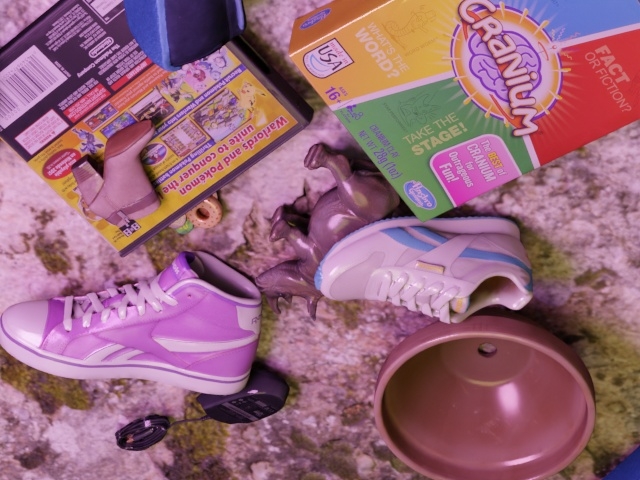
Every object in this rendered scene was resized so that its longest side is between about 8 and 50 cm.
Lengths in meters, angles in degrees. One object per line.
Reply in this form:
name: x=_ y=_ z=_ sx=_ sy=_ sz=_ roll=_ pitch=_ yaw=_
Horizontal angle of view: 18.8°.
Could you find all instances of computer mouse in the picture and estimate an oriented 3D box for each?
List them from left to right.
computer mouse: x=-0.139 y=0.192 z=2.218 sx=0.242 sy=0.041 sz=0.071 roll=-19 pitch=147 yaw=27

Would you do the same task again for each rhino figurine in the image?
rhino figurine: x=0.000 y=0.000 z=2.019 sx=0.106 sy=0.073 sz=0.243 roll=24 pitch=129 yaw=-8

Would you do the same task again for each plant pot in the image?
plant pot: x=0.178 y=0.152 z=2.090 sx=0.237 sy=0.109 sz=0.237 roll=3 pitch=130 yaw=4

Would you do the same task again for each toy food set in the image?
toy food set: x=-0.149 y=-0.042 z=2.037 sx=0.083 sy=0.020 sz=0.083 roll=-14 pitch=126 yaw=18

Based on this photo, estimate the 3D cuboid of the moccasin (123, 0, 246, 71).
moccasin: x=-0.124 y=-0.319 z=1.746 sx=0.117 sy=0.137 sz=0.342 roll=-20 pitch=139 yaw=-23

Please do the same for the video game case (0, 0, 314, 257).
video game case: x=-0.188 y=-0.139 z=1.941 sx=0.275 sy=0.035 sz=0.248 roll=-34 pitch=111 yaw=28

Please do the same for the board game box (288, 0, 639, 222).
board game box: x=0.166 y=-0.178 z=1.860 sx=0.316 sy=0.064 sz=0.242 roll=-26 pitch=121 yaw=25

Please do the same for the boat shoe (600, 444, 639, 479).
boat shoe: x=0.344 y=0.329 z=2.217 sx=0.089 sy=0.109 sz=0.258 roll=32 pitch=128 yaw=-21

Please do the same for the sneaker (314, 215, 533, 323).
sneaker: x=0.108 y=0.034 z=1.972 sx=0.229 sy=0.092 sz=0.087 roll=-6 pitch=143 yaw=-14

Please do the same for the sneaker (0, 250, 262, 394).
sneaker: x=-0.201 y=0.067 z=2.089 sx=0.282 sy=0.102 sz=0.161 roll=6 pitch=126 yaw=-11

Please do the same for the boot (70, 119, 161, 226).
boot: x=-0.190 y=-0.064 z=1.949 sx=0.118 sy=0.042 sz=0.087 roll=-26 pitch=121 yaw=27
